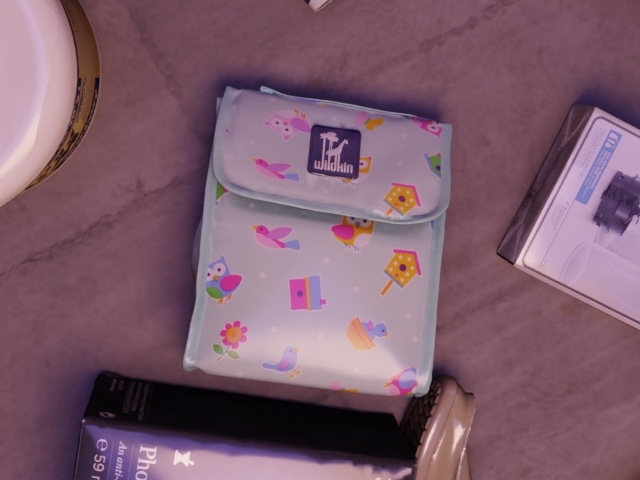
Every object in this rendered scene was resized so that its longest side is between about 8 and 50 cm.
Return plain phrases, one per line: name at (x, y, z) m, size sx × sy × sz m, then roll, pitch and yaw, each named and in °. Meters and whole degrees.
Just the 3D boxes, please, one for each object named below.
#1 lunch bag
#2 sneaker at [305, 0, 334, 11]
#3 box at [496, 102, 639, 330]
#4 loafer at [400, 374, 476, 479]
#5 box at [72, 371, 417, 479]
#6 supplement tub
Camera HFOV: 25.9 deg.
lunch bag at (0.000, 0.000, 1.244) m, size 0.223 × 0.160 × 0.262 m, roll 8°, pitch 85°, yaw -2°
sneaker at (0.033, -0.321, 1.245) m, size 0.095 × 0.090 × 0.235 m, roll 38°, pitch 92°, yaw 2°
box at (0.334, 0.009, 1.299) m, size 0.290 × 0.087 × 0.169 m, roll 27°, pitch 94°, yaw -7°
loafer at (0.114, 0.255, 1.313) m, size 0.092 × 0.102 × 0.268 m, roll 8°, pitch 105°, yaw -6°
box at (-0.085, 0.298, 1.260) m, size 0.294 × 0.183 × 0.296 m, roll 8°, pitch 97°, yaw -6°
supplement tub at (-0.297, -0.137, 1.124) m, size 0.228 × 0.316 × 0.228 m, roll 0°, pitch 97°, yaw -4°
